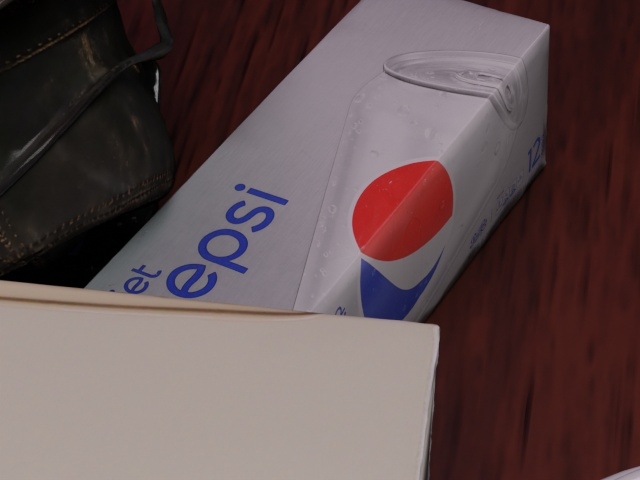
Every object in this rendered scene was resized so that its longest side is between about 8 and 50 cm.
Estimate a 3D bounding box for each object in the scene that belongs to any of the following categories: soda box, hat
[{"bbox_3d":[0.000,0.000,0.900,0.098,0.091,0.286,21,48,25],"label":"soda box"},{"bbox_3d":[-0.142,-0.047,0.856,0.331,0.134,0.331,-31,16,10],"label":"hat"}]

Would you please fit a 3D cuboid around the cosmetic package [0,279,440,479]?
[{"bbox_3d":[-0.116,0.106,0.732,0.309,0.160,0.113,6,41,4],"label":"cosmetic package"}]

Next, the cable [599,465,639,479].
[{"bbox_3d":[0.162,0.185,0.684,0.257,0.089,0.257,12,45,17],"label":"cable"}]

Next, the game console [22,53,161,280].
[{"bbox_3d":[-0.144,-0.037,0.966,0.122,0.071,0.107,2,32,8],"label":"game console"}]
